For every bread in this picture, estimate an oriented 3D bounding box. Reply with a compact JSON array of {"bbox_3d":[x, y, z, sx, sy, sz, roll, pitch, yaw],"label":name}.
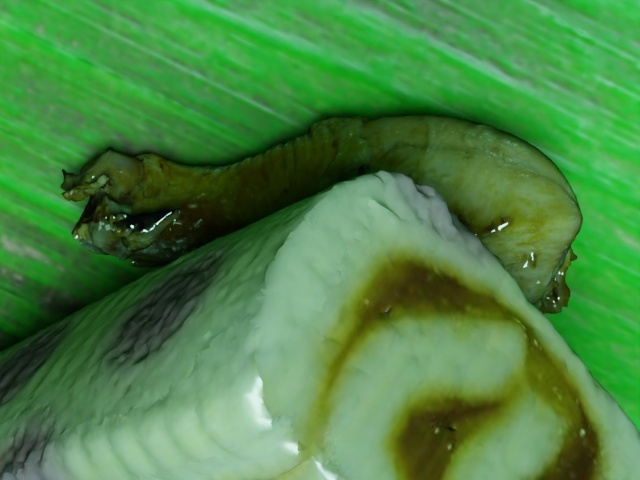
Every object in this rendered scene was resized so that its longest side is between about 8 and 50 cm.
[{"bbox_3d":[-0.052,0.106,0.738,0.187,0.155,0.338,49,137,-14],"label":"bread"}]

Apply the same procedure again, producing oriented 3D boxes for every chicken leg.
[{"bbox_3d":[0.000,0.000,0.771,0.228,0.088,0.103,-3,143,22],"label":"chicken leg"}]
